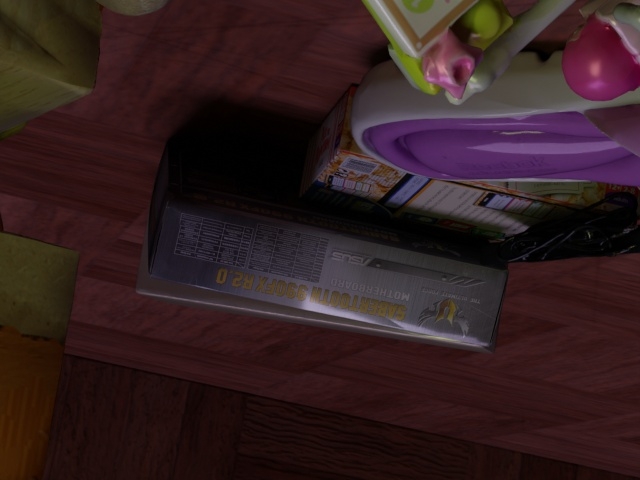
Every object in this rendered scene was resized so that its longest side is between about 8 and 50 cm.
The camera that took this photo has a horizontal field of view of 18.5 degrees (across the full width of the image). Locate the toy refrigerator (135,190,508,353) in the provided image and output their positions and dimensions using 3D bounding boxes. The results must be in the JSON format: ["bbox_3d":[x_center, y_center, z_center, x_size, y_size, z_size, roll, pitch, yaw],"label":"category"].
[{"bbox_3d":[0.005,0.019,1.511,0.269,0.094,0.102,9,175,11],"label":"toy refrigerator"}]

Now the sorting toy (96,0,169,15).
[{"bbox_3d":[-0.087,-0.163,0.430,0.041,0.229,0.307,-17,165,2],"label":"sorting toy"}]

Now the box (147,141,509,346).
[{"bbox_3d":[0.000,0.000,1.335,0.231,0.056,0.183,12,-166,-8],"label":"box"}]

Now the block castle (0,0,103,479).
[{"bbox_3d":[-0.251,-0.042,0.583,0.303,0.453,0.213,18,159,-35],"label":"block castle"}]

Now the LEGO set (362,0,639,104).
[{"bbox_3d":[-0.002,-0.130,0.397,0.287,0.107,0.132,48,172,-9],"label":"LEGO set"}]

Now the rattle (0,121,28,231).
[{"bbox_3d":[-0.296,-0.065,1.275,0.199,0.143,0.130,12,-172,-39],"label":"rattle"}]

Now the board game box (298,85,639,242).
[{"bbox_3d":[0.094,-0.040,1.254,0.193,0.045,0.147,12,168,-9],"label":"board game box"}]

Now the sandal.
[{"bbox_3d":[0.202,-0.036,1.036,0.416,0.102,0.169,1,165,38],"label":"sandal"}]

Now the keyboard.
[{"bbox_3d":[0.182,-0.010,1.172,0.192,0.038,0.100,-7,-179,42],"label":"keyboard"}]
